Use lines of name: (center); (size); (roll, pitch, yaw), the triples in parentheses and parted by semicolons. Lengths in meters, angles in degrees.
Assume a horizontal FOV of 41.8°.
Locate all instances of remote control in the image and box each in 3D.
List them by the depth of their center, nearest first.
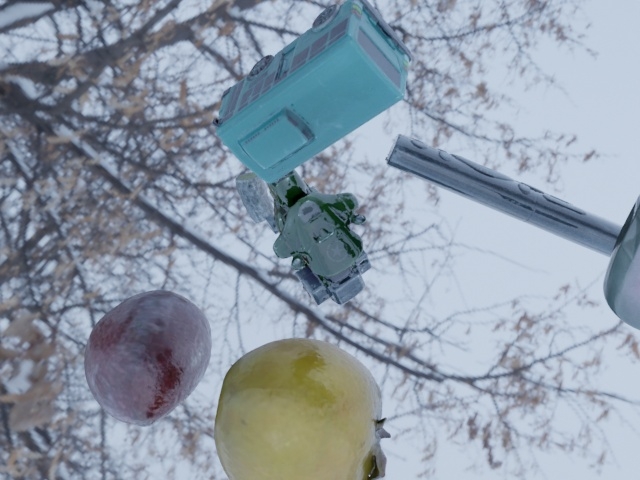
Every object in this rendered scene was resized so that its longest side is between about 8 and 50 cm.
remote control: (0.255, -0.034, 0.963); (0.378, 0.044, 0.107); (23, 6, 1)

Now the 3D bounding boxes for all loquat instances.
loquat: (-0.023, 0.279, 1.255); (0.275, 0.275, 0.275); (20, -38, 17)

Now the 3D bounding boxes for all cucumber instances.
cucumber: (-0.143, -0.093, 1.834); (0.064, 0.064, 0.112); (-1, -61, 37)

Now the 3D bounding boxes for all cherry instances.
cherry: (-0.303, 0.207, 1.471); (0.230, 0.300, 0.203); (-28, -62, 9)

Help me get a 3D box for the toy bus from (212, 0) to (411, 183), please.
toy bus: (-0.011, -0.119, 0.692); (0.160, 0.091, 0.079); (-29, -59, 31)

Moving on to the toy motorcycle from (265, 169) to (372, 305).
toy motorcycle: (0.000, 0.000, 1.129); (0.187, 0.125, 0.274); (53, -5, 35)

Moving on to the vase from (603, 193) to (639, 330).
vase: (0.272, -0.024, 0.630); (0.086, 0.086, 0.214); (16, -39, 21)
